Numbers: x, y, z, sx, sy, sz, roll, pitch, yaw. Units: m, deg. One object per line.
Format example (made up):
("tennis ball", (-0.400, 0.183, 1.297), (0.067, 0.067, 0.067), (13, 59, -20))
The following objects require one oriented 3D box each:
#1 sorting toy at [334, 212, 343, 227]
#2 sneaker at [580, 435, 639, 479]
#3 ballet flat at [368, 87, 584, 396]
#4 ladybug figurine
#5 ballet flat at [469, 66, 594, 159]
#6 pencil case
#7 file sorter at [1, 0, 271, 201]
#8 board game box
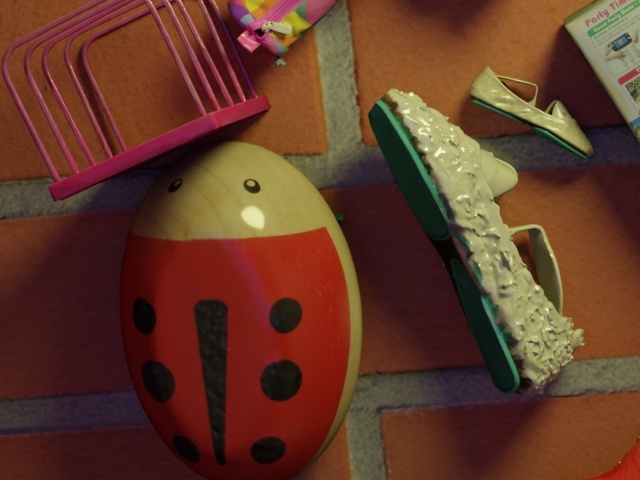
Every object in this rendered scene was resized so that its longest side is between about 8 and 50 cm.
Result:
("sorting toy", (0.000, 0.000, 2.014), (0.083, 0.012, 0.062), (-28, 95, 15))
("sneaker", (0.413, 0.264, 1.979), (0.279, 0.107, 0.118), (-18, 80, 9))
("ballet flat", (0.193, -0.011, 1.941), (0.147, 0.147, 0.409), (-23, 100, 12))
("ladybug figurine", (-0.106, 0.109, 1.969), (0.305, 0.162, 0.449), (-4, 102, 13))
("ballet flat", (0.257, -0.153, 1.923), (0.168, 0.057, 0.052), (28, 95, 2))
("pencil case", (-0.003, -0.315, 1.905), (0.236, 0.104, 0.104), (-43, 93, 13))
("file sorter", (-0.210, -0.182, 1.868), (0.202, 0.290, 0.182), (-24, 94, 12))
("board game box", (0.453, -0.183, 1.866), (0.224, 0.097, 0.303), (-32, 97, 12))
